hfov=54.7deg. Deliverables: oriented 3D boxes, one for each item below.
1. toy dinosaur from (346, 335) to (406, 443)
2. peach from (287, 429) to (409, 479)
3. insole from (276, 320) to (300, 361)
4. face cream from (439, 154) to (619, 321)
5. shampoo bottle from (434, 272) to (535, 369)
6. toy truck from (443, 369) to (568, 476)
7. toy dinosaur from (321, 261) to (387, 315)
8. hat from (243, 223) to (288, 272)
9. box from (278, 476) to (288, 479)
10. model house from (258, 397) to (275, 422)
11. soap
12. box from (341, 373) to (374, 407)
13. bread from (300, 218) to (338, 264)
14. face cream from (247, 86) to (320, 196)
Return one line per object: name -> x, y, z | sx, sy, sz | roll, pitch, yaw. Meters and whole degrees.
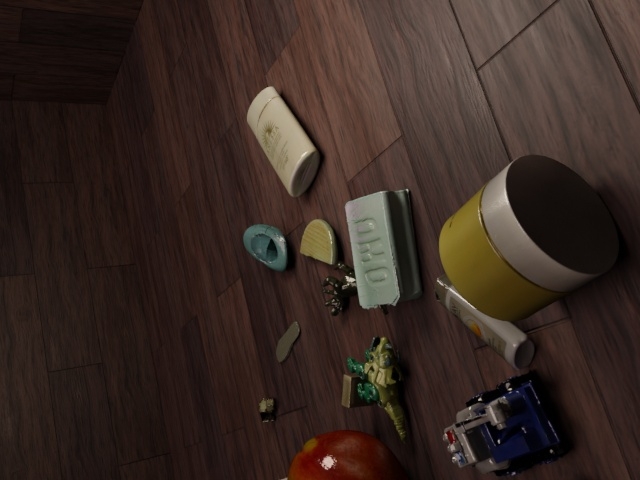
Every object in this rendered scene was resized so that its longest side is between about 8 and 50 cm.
toy dinosaur -> 0.150, 0.352, 1.471 | 0.153, 0.094, 0.259 | -9, 95, 62
peach -> 0.078, 0.604, 1.424 | 0.332, 0.308, 0.307 | 44, 130, 42
insole -> -0.102, 0.316, 1.930 | 0.063, 0.010, 0.192 | 62, 141, 30
face cream -> 0.330, 0.000, 1.003 | 0.179, 0.218, 0.218 | -50, 53, 50
shampoo bottle -> 0.311, 0.151, 1.195 | 0.227, 0.056, 0.086 | 45, 161, 46
toy truck -> 0.317, 0.343, 1.112 | 0.213, 0.177, 0.161 | -50, 54, 48
toy dinosaur -> 0.093, 0.143, 1.592 | 0.179, 0.087, 0.187 | 34, 149, 8
hat -> -0.148, 0.016, 1.908 | 0.191, 0.078, 0.138 | 27, 127, 33
box -> -0.084, 0.782, 1.764 | 0.341, 0.225, 0.143 | -56, 50, 44
model house -> -0.176, 0.553, 2.050 | 0.058, 0.057, 0.083 | -97, -1, -57
soap -> 0.143, 0.023, 1.423 | 0.150, 0.094, 0.261 | -15, 81, 58
box -> 0.098, 0.374, 1.551 | 0.035, 0.083, 0.079 | 3, 88, 56
bread -> 0.002, -0.003, 1.700 | 0.193, 0.036, 0.112 | 16, 103, 60
face cream -> -0.115, -0.301, 1.799 | 0.348, 0.081, 0.173 | 60, 140, 34
